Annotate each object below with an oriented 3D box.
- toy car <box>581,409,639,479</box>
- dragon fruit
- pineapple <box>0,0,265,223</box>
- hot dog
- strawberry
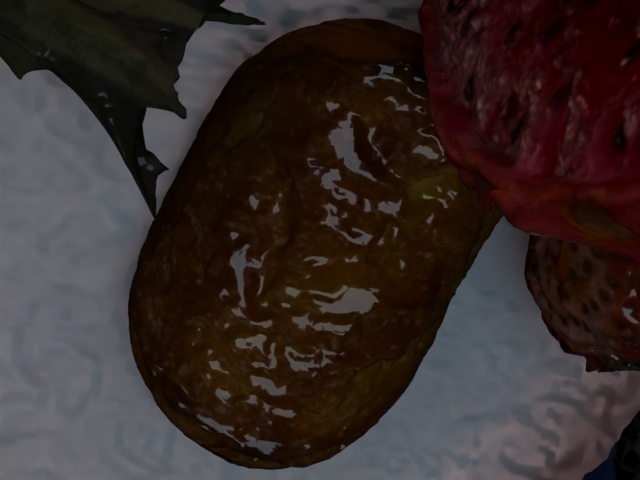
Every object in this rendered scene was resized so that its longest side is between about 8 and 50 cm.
[{"bbox_3d":[0.100,0.119,0.605,0.103,0.063,0.216,36,109,-16],"label":"toy car"},{"bbox_3d":[0.139,-0.073,0.527,0.211,0.134,0.262,25,61,-19],"label":"dragon fruit"},{"bbox_3d":[-0.143,-0.099,0.500,0.277,0.130,0.119,19,102,-8],"label":"pineapple"},{"bbox_3d":[0.002,0.001,0.573,0.099,0.065,0.147,22,110,-14],"label":"hot dog"},{"bbox_3d":[0.099,-0.004,0.580,0.083,0.083,0.096,-7,104,-8],"label":"strawberry"}]
